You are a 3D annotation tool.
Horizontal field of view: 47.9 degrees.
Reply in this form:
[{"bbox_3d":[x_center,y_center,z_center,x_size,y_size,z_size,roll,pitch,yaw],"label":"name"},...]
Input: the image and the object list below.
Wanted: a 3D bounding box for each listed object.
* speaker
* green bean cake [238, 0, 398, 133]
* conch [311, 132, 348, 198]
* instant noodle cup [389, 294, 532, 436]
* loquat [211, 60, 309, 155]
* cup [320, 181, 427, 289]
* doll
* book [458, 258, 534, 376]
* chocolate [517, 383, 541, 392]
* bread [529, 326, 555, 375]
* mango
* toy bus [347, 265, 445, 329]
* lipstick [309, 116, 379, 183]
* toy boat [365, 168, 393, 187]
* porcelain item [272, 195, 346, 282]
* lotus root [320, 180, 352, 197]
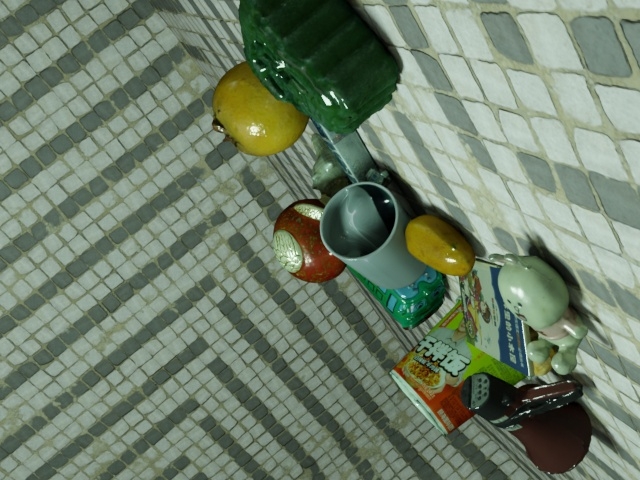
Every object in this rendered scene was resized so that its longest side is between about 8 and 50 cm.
[{"bbox_3d":[0.512,0.424,1.707,0.330,0.198,0.259,34,164,-34],"label":"speaker"},{"bbox_3d":[-0.012,-0.340,1.366,0.308,0.169,0.300,49,173,6],"label":"green bean cake"},{"bbox_3d":[0.043,-0.206,2.060,0.137,0.233,0.114,12,160,-17],"label":"conch"},{"bbox_3d":[0.379,0.350,1.980,0.294,0.308,0.294,49,174,7],"label":"instant noodle cup"},{"bbox_3d":[-0.170,-0.357,1.973,0.275,0.275,0.275,50,174,7],"label":"loquat"},{"bbox_3d":[0.155,0.000,1.858,0.205,0.205,0.312,47,-175,33],"label":"cup"},{"bbox_3d":[0.410,0.115,1.344,0.275,0.113,0.155,60,162,-20],"label":"doll"},{"bbox_3d":[0.390,0.160,1.645,0.322,0.018,0.228,-157,57,-77],"label":"book"},{"bbox_3d":[0.578,0.450,1.958,0.124,0.127,0.133,32,171,23],"label":"chocolate"},{"bbox_3d":[0.474,0.240,1.677,0.177,0.084,0.119,43,164,52],"label":"bread"},{"bbox_3d":[0.274,0.013,1.663,0.147,0.109,0.227,56,171,-25],"label":"mango"},{"bbox_3d":[0.216,0.077,2.149,0.343,0.184,0.199,47,165,20],"label":"toy bus"},{"bbox_3d":[0.051,-0.259,1.812,0.289,0.076,0.077,52,172,-37],"label":"lipstick"},{"bbox_3d":[0.145,-0.152,1.831,0.066,0.059,0.140,35,171,1],"label":"toy boat"},{"bbox_3d":[0.000,0.000,2.008,0.253,0.253,0.253,50,174,7],"label":"porcelain item"},{"bbox_3d":[0.063,-0.132,2.293,0.214,0.138,0.138,63,171,-11],"label":"lotus root"}]
